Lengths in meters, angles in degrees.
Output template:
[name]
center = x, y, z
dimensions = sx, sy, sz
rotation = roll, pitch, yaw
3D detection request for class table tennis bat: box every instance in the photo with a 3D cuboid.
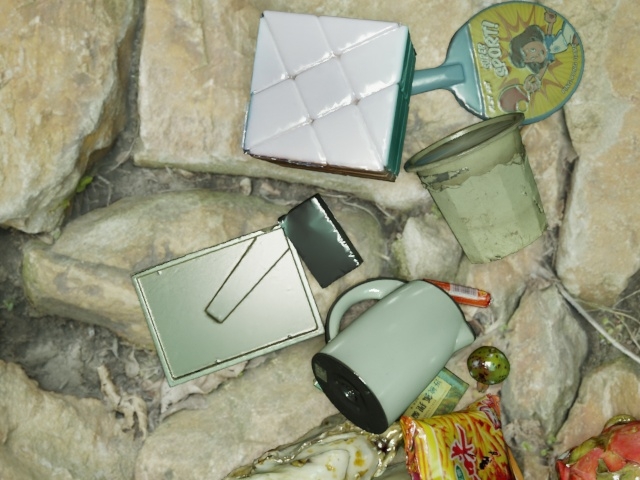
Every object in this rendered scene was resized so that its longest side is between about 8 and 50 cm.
[table tennis bat]
center = 0.296, -0.299, 1.358
dimensions = 0.329, 0.044, 0.215
rotation = -11, 92, -3

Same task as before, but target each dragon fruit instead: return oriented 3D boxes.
[dragon fruit]
center = 0.509, 0.418, 1.280
dimensions = 0.291, 0.269, 0.250
rotation = -32, 101, 34

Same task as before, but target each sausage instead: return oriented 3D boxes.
[sausage]
center = 0.240, 0.094, 1.365
dimensions = 0.130, 0.034, 0.034
rotation = 10, 91, -2

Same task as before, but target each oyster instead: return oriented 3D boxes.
[oyster]
center = 0.002, 0.380, 1.323
dimensions = 0.341, 0.110, 0.166
rotation = -39, 84, 9

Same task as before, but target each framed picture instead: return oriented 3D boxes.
[framed picture]
center = -0.161, 0.110, 1.364
dimensions = 0.290, 0.020, 0.211
rotation = -19, 92, 0

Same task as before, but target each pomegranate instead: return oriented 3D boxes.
[pomegranate]
center = 0.284, 0.223, 1.353
dimensions = 0.073, 0.073, 0.084
rotation = 37, 105, -2

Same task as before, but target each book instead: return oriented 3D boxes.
[book]
center = 0.124, 0.252, 1.371
dimensions = 0.228, 0.024, 0.160
rotation = 36, 88, -1

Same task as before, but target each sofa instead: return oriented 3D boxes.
[sofa]
center = 0.000, 0.000, 1.352
dimensions = 0.085, 0.060, 0.147
rotation = -34, 93, 12

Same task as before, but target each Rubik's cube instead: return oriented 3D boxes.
[Rubik's cube]
center = 0.023, -0.222, 1.240
dimensions = 0.222, 0.225, 0.230
rotation = 9, 92, 11

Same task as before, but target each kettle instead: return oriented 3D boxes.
[kettle]
center = 0.103, 0.161, 1.283
dimensions = 0.221, 0.161, 0.236
rotation = 34, 59, 30

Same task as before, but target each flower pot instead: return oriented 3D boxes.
[flower pot]
center = 0.274, -0.082, 1.286
dimensions = 0.212, 0.212, 0.202
rotation = -29, 99, -1

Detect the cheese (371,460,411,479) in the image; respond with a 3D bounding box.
[cheese]
center = 0.163, 0.483, 1.325
dimensions = 0.176, 0.091, 0.202
rotation = -11, 90, -20

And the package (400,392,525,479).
[package]
center = 0.230, 0.376, 1.266
dimensions = 0.288, 0.108, 0.223
rotation = -2, 72, -42
